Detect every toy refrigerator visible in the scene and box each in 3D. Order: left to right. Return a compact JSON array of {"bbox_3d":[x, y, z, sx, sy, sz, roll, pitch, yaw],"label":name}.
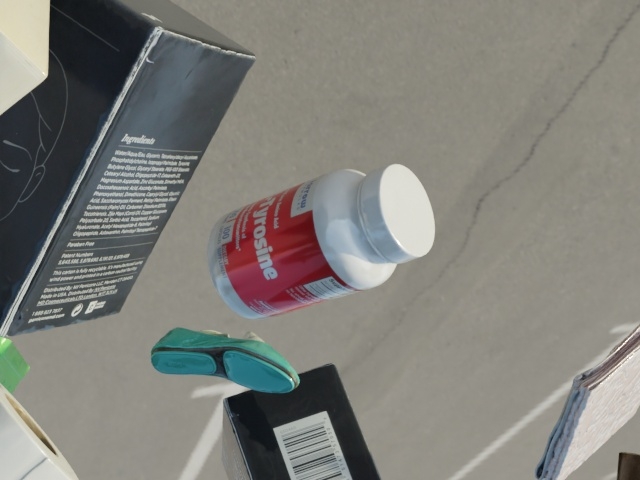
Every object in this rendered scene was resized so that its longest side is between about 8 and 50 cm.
[{"bbox_3d":[-0.375,-0.244,1.090,0.102,0.270,0.094,-34,127,11],"label":"toy refrigerator"}]

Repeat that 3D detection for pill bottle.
[{"bbox_3d":[0.000,0.000,1.829,0.407,0.229,0.229,-19,158,35],"label":"pill bottle"}]

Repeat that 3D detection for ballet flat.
[{"bbox_3d":[-0.142,0.174,1.507,0.247,0.087,0.083,6,129,16],"label":"ballet flat"}]

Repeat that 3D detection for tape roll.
[{"bbox_3d":[-0.510,0.339,1.485,0.169,0.246,0.246,-40,157,-15],"label":"tape roll"}]

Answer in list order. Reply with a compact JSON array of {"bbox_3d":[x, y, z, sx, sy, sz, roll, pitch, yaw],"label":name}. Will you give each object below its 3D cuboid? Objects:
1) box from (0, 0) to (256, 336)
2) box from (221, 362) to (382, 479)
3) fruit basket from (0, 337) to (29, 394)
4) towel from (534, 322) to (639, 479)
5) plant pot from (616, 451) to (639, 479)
[{"bbox_3d":[-0.440,-0.197,1.419,0.472,0.479,0.297,-60,162,15],"label":"box"},{"bbox_3d":[-0.039,0.446,1.762,0.211,0.294,0.395,-16,155,-14],"label":"box"},{"bbox_3d":[-0.753,0.188,2.001,0.282,0.392,0.392,13,147,-6],"label":"fruit basket"},{"bbox_3d":[0.552,0.296,1.860,0.317,0.053,0.332,-31,144,-31],"label":"towel"},{"bbox_3d":[0.577,0.494,1.600,0.215,0.231,0.215,16,168,4],"label":"plant pot"}]
